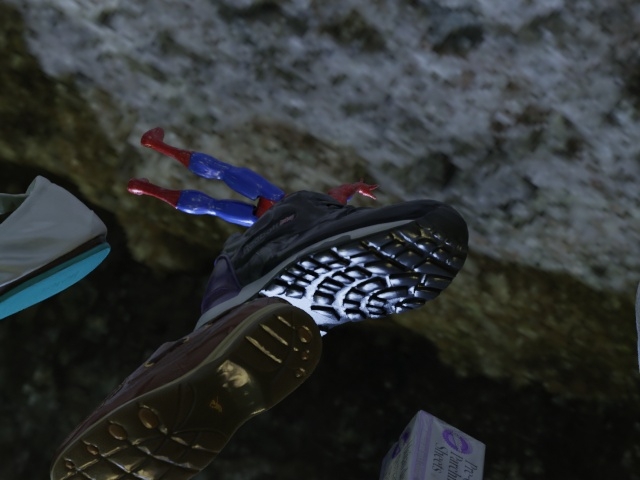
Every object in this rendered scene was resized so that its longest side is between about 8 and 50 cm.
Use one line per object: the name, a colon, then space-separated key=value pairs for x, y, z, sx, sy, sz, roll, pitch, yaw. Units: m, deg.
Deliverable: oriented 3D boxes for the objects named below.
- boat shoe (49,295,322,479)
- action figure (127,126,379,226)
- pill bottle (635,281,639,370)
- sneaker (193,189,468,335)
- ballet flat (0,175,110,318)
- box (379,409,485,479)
boat shoe: x=-0.082 y=0.094 z=0.918 sx=0.178 sy=0.064 sz=0.060 roll=-35 pitch=-153 yaw=-13
action figure: x=-0.051 y=-0.043 z=1.684 sx=0.280 sy=0.139 sz=0.091 roll=22 pitch=-76 yaw=16
pill bottle: x=0.284 y=0.058 z=0.977 sx=0.160 sy=0.087 sz=0.087 roll=-5 pitch=-118 yaw=19
sneaker: x=0.000 y=0.000 z=1.236 sx=0.283 sy=0.107 sz=0.124 roll=-25 pitch=-132 yaw=42
ballet flat: x=-0.375 y=0.045 z=1.529 sx=0.139 sy=0.139 sz=0.400 roll=-16 pitch=-167 yaw=41
box: x=0.069 y=0.235 z=1.112 sx=0.063 sy=0.067 sz=0.324 roll=-57 pitch=-175 yaw=24
